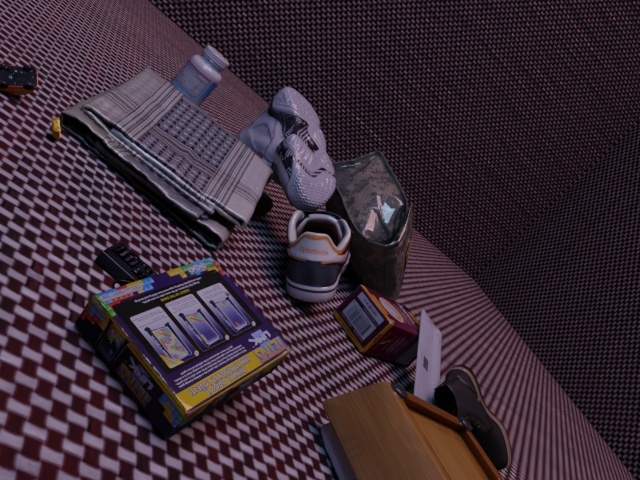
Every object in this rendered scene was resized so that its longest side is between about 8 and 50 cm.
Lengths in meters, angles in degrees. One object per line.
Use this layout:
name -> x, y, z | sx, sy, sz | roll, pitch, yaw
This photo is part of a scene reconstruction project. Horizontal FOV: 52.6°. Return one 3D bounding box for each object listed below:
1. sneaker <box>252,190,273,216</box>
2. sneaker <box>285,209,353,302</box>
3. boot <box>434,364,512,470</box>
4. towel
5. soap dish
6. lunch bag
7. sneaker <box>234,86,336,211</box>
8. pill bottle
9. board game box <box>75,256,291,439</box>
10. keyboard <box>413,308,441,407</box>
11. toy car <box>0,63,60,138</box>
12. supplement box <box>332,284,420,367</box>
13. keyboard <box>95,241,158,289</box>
sneaker -> -0.170, -0.108, 1.243 | 0.192, 0.064, 0.086 | 19, 32, -56
sneaker -> 0.000, 0.000, 1.210 | 0.126, 0.127, 0.321 | 6, 17, -2
boot -> 0.262, 0.329, 1.147 | 0.197, 0.077, 0.137 | 61, 24, 12
towel -> -0.229, -0.156, 1.081 | 0.312, 0.056, 0.324 | 41, 26, -12
soap dish -> 0.142, 0.307, 0.747 | 0.229, 0.118, 0.291 | 34, 15, -38
lunch bag -> 0.121, -0.019, 1.474 | 0.235, 0.169, 0.287 | 87, -16, -51
sneaker -> -0.094, -0.155, 1.373 | 0.137, 0.210, 0.365 | 35, 31, -36
pill bottle -> -0.291, -0.377, 1.522 | 0.087, 0.160, 0.087 | 42, 12, -11
board game box -> -0.129, 0.097, 0.643 | 0.141, 0.048, 0.170 | 48, 29, 13
keyboard -> 0.194, 0.231, 1.178 | 0.072, 0.014, 0.256 | 49, 30, -21
toy car -> -0.398, -0.182, 0.876 | 0.122, 0.060, 0.040 | 63, -29, 10
supplement box -> 0.123, 0.166, 1.234 | 0.188, 0.081, 0.104 | 28, 20, -52
keyboard -> -0.166, 0.068, 0.741 | 0.192, 0.038, 0.100 | 42, 13, -7
